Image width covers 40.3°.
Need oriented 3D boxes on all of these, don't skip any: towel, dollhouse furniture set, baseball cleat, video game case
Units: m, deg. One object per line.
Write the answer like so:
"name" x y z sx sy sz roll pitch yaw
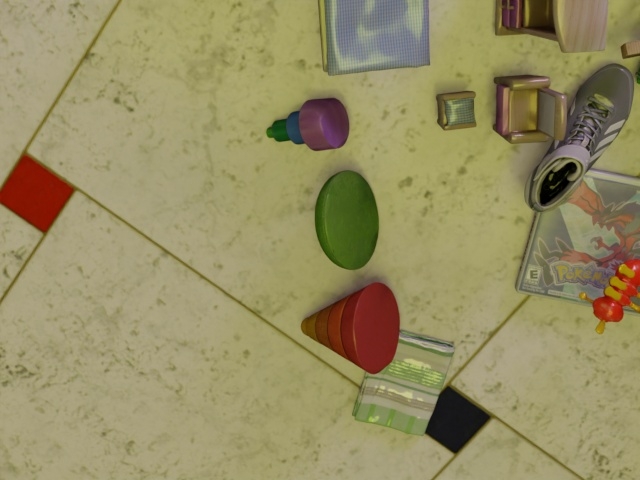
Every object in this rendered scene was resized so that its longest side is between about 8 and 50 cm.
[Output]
"towel" 0.116 0.202 1.232 0.113 0.023 0.152 15 110 0
"dollhouse furniture set" 0.126 -0.230 0.958 0.303 0.198 0.286 -5 109 -7
"baseball cleat" 0.318 -0.120 1.045 0.072 0.109 0.206 28 97 4
"video game case" 0.376 0.002 1.144 0.201 0.023 0.183 11 109 1

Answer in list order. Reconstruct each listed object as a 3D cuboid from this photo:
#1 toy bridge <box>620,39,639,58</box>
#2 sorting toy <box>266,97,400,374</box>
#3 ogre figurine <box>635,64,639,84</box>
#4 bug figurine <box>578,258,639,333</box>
"toy bridge" 0.364 -0.307 1.004 0.063 0.026 0.188 -9 87 7
"sorting toy" 0.000 0.000 1.146 0.126 0.127 0.365 -4 107 35
"ogre figurine" 0.464 -0.252 1.006 0.118 0.097 0.197 38 96 28
"bug figurine" 0.479 0.074 1.117 0.279 0.072 0.216 34 95 -17
